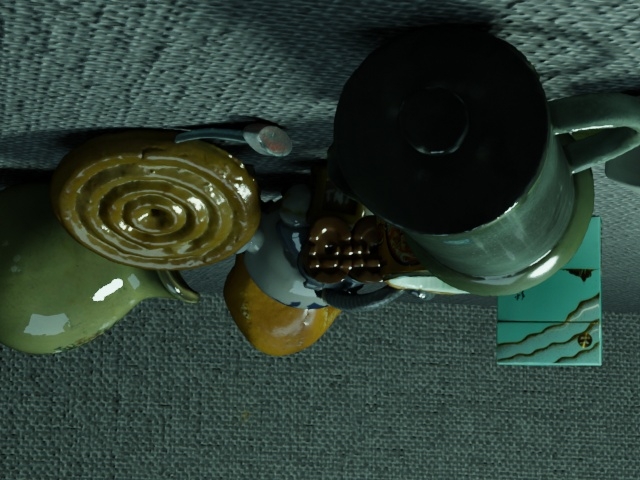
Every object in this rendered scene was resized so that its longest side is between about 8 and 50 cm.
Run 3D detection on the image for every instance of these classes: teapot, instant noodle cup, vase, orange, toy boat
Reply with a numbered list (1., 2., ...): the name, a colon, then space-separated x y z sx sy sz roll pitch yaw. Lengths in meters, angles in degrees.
1. teapot: 0.162 -0.076 1.323 0.270 0.200 0.337 -14 167 13
2. instant noodle cup: 0.154 -0.032 1.670 0.215 0.172 0.216 2 171 0
3. vase: -0.319 0.013 2.037 0.302 0.241 0.329 -13 -169 6
4. orange: -0.059 0.065 2.283 0.183 0.249 0.249 16 176 16
5. toy boat: -0.100 -0.118 1.645 0.122 0.034 0.096 7 175 28

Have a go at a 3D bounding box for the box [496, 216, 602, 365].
1. box: 0.354 0.078 2.244 0.162 0.229 0.041 0 172 15

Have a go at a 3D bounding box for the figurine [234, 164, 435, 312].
1. figurine: -0.003 -0.002 1.910 0.261 0.186 0.382 12 176 -10

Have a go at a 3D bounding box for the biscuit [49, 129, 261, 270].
1. biscuit: -0.199 -0.040 1.755 0.261 0.037 0.262 2 142 2

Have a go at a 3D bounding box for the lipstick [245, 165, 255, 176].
1. lipstick: -0.104 -0.082 1.914 0.019 0.019 0.094 3 171 -14

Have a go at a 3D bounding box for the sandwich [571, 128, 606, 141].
1. sandwich: 0.315 -0.111 1.579 0.083 0.031 0.044 8 172 -38

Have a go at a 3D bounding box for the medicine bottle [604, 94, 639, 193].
1. medicine bottle: 0.413 -0.080 1.518 0.161 0.111 0.296 -2 170 32
